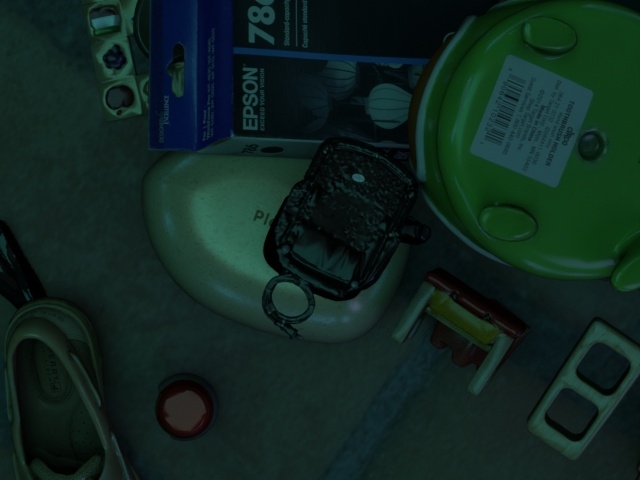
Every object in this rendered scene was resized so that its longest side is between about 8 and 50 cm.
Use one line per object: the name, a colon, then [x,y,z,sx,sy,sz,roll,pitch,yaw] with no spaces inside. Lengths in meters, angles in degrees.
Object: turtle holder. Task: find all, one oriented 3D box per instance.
turtle holder: [0.226,-0.097,1.571,0.320,0.227,0.243,-11,103,-17]

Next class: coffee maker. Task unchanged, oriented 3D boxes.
coffee maker: [0.000,0.000,1.591,0.171,0.178,0.120,-39,88,-7]

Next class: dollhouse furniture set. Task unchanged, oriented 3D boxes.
dollhouse furniture set: [0.270,0.124,1.691,0.374,0.201,0.152,34,97,8]

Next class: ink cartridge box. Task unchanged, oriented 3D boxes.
ink cartridge box: [0.006,-0.160,1.689,0.333,0.065,0.165,1,77,-11]

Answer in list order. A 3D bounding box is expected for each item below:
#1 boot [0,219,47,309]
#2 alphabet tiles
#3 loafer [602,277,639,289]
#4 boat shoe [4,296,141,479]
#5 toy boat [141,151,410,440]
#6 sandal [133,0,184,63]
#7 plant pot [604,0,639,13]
boot: [-0.338,0.048,1.814,0.099,0.045,0.121,-29,89,8]
alphabet tiles: [-0.117,-0.236,1.789,0.237,0.009,0.198,-10,93,6]
loafer: [0.356,0.023,1.720,0.268,0.092,0.102,9,95,5]
boat shoe: [-0.247,0.230,1.772,0.122,0.110,0.341,-14,104,5]
toy boat: [-0.076,0.048,1.748,0.267,0.148,0.318,27,85,-2]
sandal: [-0.092,-0.255,1.749,0.219,0.060,0.090,-32,91,7]
plant pot: [0.349,-0.232,1.628,0.293,0.293,0.196,40,70,1]
